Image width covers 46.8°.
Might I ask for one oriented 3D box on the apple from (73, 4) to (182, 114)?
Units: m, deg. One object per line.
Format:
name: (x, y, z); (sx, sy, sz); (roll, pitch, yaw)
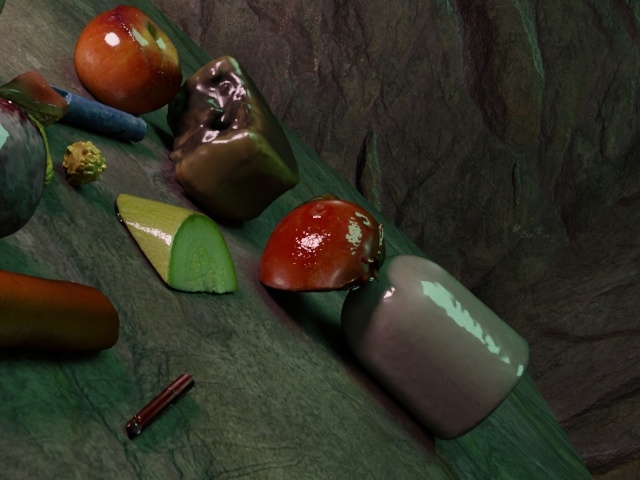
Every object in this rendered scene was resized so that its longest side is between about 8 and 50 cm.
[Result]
apple: (-0.456, -0.419, 1.760); (0.252, 0.206, 0.272); (52, 13, -19)

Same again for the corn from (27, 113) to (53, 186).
corn: (-0.470, -0.147, 1.185); (0.085, 0.063, 0.165); (25, 21, -33)

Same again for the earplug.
earplug: (0.238, 0.223, 1.728); (0.394, 0.313, 0.312); (42, 13, -3)

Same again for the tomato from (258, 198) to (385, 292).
tomato: (0.003, -0.005, 1.643); (0.309, 0.308, 0.170); (-79, 166, -74)

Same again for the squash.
squash: (-0.283, 0.007, 1.401); (0.237, 0.154, 0.204); (16, 68, -68)

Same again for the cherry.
cherry: (-0.426, -0.085, 0.897); (0.195, 0.195, 0.195); (42, 13, -13)

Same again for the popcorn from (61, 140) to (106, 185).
popcorn: (-0.414, -0.133, 1.292); (0.082, 0.083, 0.057); (16, -10, 31)

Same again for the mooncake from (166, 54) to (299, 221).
mooncake: (-0.232, -0.243, 1.798); (0.393, 0.246, 0.394); (54, 13, 1)

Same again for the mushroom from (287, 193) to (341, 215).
mushroom: (0.003, -0.069, 2.210); (0.156, 0.151, 0.285); (45, 13, 6)

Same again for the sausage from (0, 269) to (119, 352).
sausage: (-0.334, 0.084, 0.858); (0.089, 0.083, 0.300); (38, 8, 24)

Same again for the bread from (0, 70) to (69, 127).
bread: (-0.519, -0.245, 1.322); (0.119, 0.067, 0.192); (34, 14, -14)

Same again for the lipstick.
lipstick: (-0.210, 0.216, 0.974); (0.027, 0.027, 0.176); (46, 15, 2)

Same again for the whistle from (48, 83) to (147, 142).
whistle: (-0.471, -0.261, 1.536); (0.062, 0.062, 0.304); (49, 14, 17)

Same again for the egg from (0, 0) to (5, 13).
egg: (-0.609, -0.447, 1.071); (0.354, 0.340, 0.354); (42, 15, -14)
